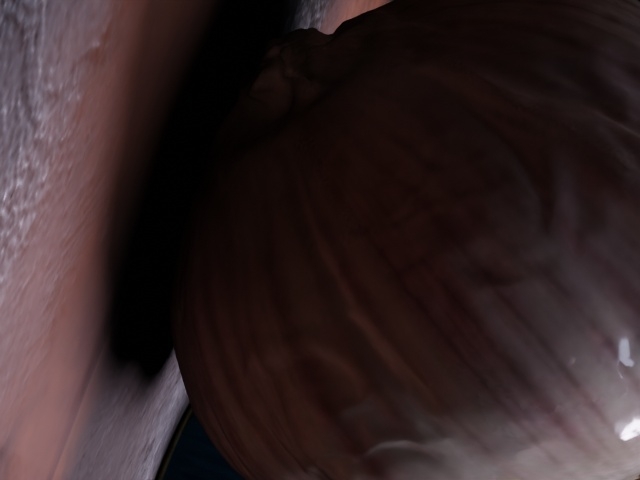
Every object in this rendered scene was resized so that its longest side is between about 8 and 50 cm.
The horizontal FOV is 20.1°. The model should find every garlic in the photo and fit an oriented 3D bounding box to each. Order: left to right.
[{"bbox_3d":[0.068,-0.001,0.849,0.317,0.259,0.317,-46,-168,13],"label":"garlic"}]

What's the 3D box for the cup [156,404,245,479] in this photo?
[{"bbox_3d":[-0.020,0.188,1.065,0.131,0.155,0.176,-57,162,-61],"label":"cup"}]
